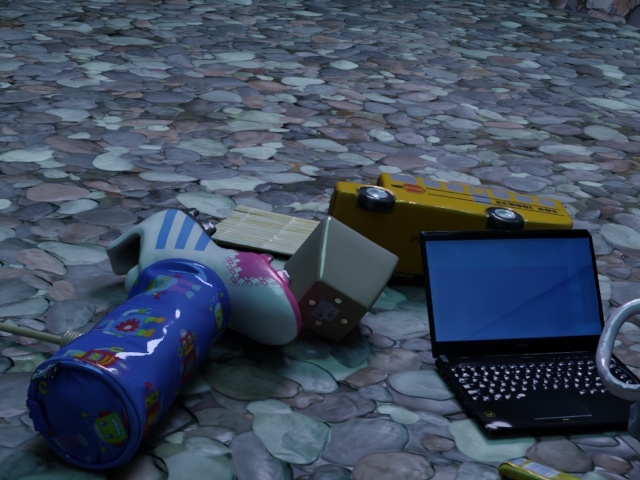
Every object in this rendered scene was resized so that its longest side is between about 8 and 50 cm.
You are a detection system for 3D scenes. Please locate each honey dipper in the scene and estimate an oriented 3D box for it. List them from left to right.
[{"bbox_3d":[-0.328,0.107,1.399,0.161,0.030,0.030,12,22,20],"label":"honey dipper"}]

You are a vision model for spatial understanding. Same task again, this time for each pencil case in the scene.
[{"bbox_3d":[-0.196,0.121,1.273,0.133,0.119,0.306,2,20,15],"label":"pencil case"}]

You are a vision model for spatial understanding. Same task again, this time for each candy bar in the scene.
[{"bbox_3d":[0.240,0.240,1.177,0.040,0.018,0.161,-10,16,-41],"label":"candy bar"}]

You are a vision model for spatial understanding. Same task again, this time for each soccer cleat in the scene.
[{"bbox_3d":[-0.149,0.060,1.483,0.143,0.116,0.331,-25,31,-24],"label":"soccer cleat"}]

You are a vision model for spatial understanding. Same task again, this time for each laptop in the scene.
[{"bbox_3d":[0.259,0.098,1.414,0.234,0.136,0.264,-2,22,-16],"label":"laptop"}]

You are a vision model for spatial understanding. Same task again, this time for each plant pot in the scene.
[{"bbox_3d":[0.018,0.057,1.482,0.109,0.109,0.096,31,38,-13],"label":"plant pot"}]

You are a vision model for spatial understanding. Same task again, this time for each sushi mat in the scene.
[{"bbox_3d":[0.000,0.000,1.765,0.317,0.019,0.151,11,23,13],"label":"sushi mat"}]

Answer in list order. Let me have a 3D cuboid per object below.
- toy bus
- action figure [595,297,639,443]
[{"bbox_3d":[0.173,-0.016,1.680,0.333,0.108,0.130,9,25,-7],"label":"toy bus"},{"bbox_3d":[0.503,0.110,1.218,0.370,0.275,0.248,-15,41,35],"label":"action figure"}]
